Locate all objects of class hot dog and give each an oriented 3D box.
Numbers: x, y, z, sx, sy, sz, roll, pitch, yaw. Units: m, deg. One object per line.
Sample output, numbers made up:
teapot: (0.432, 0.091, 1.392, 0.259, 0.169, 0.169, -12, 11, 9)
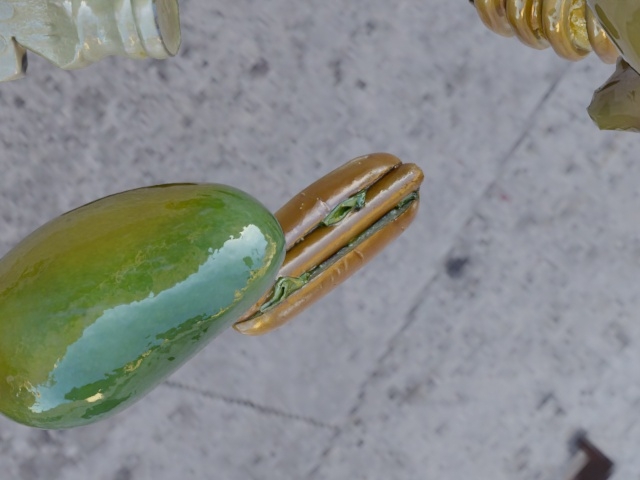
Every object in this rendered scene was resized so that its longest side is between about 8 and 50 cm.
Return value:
hot dog: (0.000, 0.000, 1.813, 0.249, 0.068, 0.100, -38, 104, -16)

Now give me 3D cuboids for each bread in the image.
bread: (0.214, -0.215, 1.652, 0.084, 0.177, 0.119, -62, 153, -7)

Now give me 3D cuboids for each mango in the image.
mango: (-0.141, 0.036, 1.271, 0.251, 0.156, 0.114, -34, 128, 15)

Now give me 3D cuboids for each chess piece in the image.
chess piece: (-0.235, -0.199, 1.678, 0.200, 0.090, 0.090, -7, 132, 10)

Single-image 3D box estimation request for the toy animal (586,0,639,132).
toy animal: (0.173, -0.075, 0.655, 0.169, 0.195, 0.281, -51, 136, -39)
